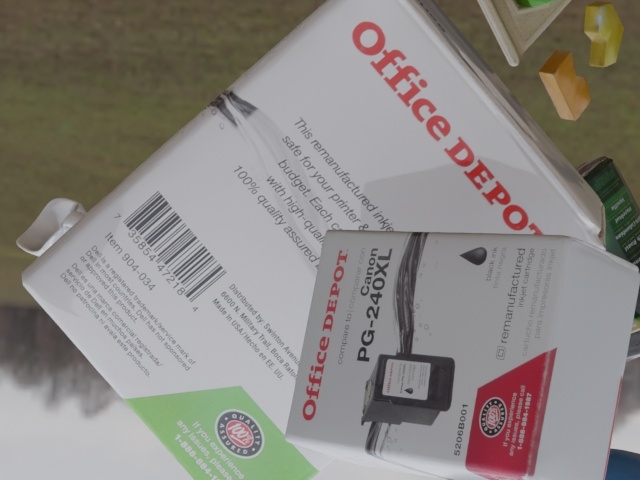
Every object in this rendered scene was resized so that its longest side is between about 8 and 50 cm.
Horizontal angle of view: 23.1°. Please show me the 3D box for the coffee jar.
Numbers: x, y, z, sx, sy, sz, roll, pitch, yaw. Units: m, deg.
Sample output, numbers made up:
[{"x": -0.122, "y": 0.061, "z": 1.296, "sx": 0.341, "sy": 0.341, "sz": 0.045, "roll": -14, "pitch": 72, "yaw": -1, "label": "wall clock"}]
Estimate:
[{"x": 0.270, "y": 0.021, "z": 1.437, "sx": 0.079, "sy": 0.184, "sz": 0.096, "roll": -38, "pitch": -174, "yaw": -37, "label": "coffee jar"}]

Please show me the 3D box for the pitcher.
[{"x": -0.245, "y": 0.041, "z": 1.866, "sx": 0.207, "sy": 0.125, "sz": 0.178, "roll": 44, "pitch": 163, "yaw": -18, "label": "pitcher"}]

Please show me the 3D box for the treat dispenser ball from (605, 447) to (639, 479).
[{"x": 0.224, "y": 0.313, "z": 1.270, "sx": 0.288, "sy": 0.288, "sz": 0.288, "roll": 4, "pitch": 176, "yaw": 0, "label": "treat dispenser ball"}]

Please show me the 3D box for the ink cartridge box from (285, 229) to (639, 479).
[{"x": 0.062, "y": 0.055, "z": 0.730, "sx": 0.150, "sy": 0.109, "sz": 0.063, "roll": 1, "pitch": 166, "yaw": 44, "label": "ink cartridge box"}]

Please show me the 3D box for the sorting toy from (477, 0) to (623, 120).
[{"x": 0.219, "y": -0.271, "z": 1.422, "sx": 0.041, "sy": 0.229, "sz": 0.307, "roll": 14, "pitch": 147, "yaw": 46, "label": "sorting toy"}]

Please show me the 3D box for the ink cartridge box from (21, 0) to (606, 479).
[{"x": 0.000, "y": 0.000, "z": 0.902, "sx": 0.273, "sy": 0.198, "sz": 0.115, "roll": -39, "pitch": -177, "yaw": 16, "label": "ink cartridge box"}]
